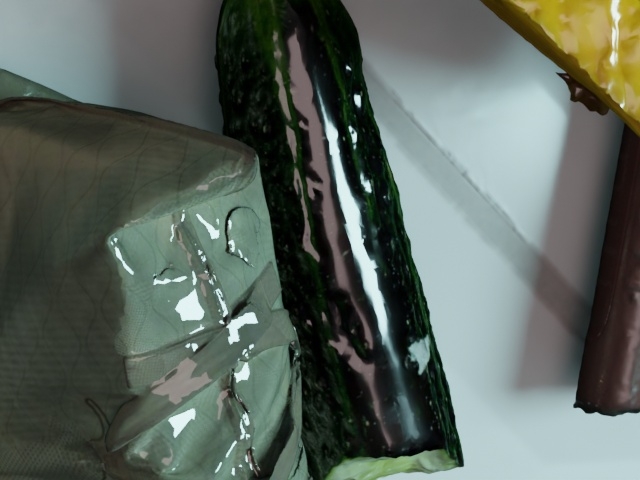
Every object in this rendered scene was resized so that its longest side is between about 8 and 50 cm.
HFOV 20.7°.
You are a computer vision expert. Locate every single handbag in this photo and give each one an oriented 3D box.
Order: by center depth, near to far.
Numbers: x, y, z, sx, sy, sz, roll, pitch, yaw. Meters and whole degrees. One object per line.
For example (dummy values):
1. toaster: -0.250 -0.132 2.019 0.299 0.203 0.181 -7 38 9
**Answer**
1. handbag: -0.066 0.058 0.691 0.117 0.182 0.270 -28 117 -37

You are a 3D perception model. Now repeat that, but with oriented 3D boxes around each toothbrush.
1. toothbrush: 0.158 -0.096 0.755 0.040 0.041 0.364 4 105 -15

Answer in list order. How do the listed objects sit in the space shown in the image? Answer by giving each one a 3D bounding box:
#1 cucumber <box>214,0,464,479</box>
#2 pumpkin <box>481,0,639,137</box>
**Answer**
1. cucumber: 0.001 0.000 0.732 0.074 0.074 0.241 -17 108 -8
2. pumpkin: 0.072 -0.116 0.654 0.280 0.139 0.190 -9 102 -1
